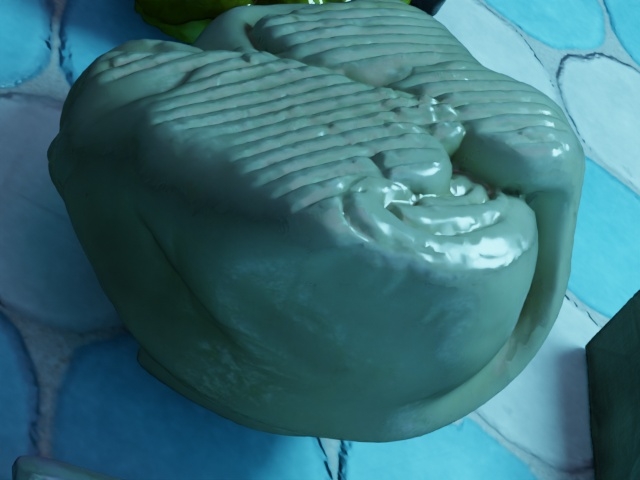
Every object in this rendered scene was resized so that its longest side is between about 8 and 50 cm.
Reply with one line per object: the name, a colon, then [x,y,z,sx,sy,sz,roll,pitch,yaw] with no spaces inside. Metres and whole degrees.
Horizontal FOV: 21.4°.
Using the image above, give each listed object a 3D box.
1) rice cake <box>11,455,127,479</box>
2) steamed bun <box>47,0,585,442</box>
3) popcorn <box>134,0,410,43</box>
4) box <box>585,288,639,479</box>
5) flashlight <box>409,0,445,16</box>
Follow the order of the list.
rice cake: [-0.093,0.195,1.077,0.222,0.042,0.080,18,38,-27]
steamed bun: [0.000,0.000,1.186,0.342,0.255,0.368,-13,31,-28]
popcorn: [-0.026,-0.280,1.434,0.282,0.282,0.247,18,41,-28]
box: [0.323,0.155,1.402,0.149,0.155,0.231,25,41,-17]
flashlight: [-0.044,-0.361,1.644,0.424,0.103,0.103,30,38,-13]
